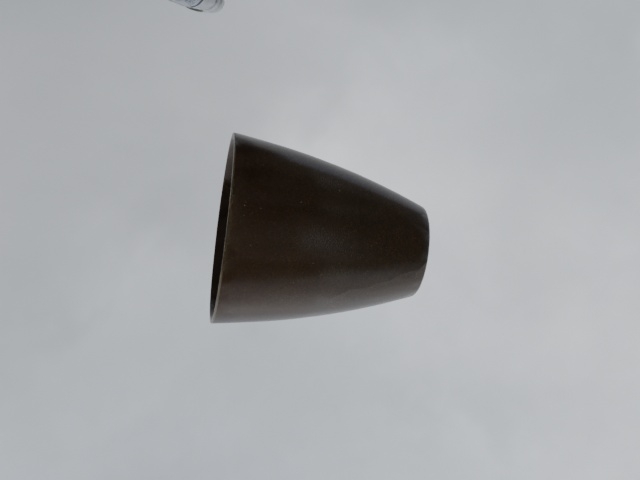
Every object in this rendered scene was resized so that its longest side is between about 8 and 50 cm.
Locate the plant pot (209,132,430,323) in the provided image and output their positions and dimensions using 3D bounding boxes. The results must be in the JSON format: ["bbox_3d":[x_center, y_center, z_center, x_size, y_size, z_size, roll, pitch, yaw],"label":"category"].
[{"bbox_3d":[0.000,0.000,0.974,0.230,0.215,0.216,7,-116,-9],"label":"plant pot"}]

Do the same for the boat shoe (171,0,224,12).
[{"bbox_3d":[-0.230,-0.403,1.320,0.083,0.075,0.226,-51,-130,10],"label":"boat shoe"}]
